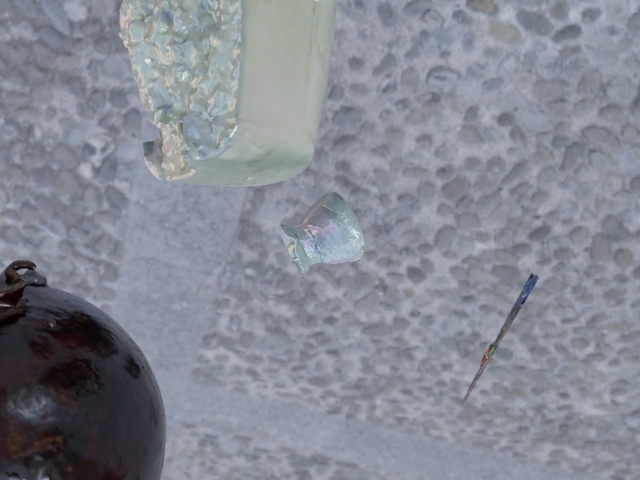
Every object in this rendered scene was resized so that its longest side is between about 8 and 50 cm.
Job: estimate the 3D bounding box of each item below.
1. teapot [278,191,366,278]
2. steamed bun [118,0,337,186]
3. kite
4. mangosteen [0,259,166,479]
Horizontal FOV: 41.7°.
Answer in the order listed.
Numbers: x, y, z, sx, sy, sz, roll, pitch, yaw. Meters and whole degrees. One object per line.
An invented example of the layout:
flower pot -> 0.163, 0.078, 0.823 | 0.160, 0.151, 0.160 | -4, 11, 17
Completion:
teapot -> 0.000, 0.000, 0.739 | 0.064, 0.064, 0.083 | -26, 165, -9
steamed bun -> -0.090, -0.148, 0.671 | 0.170, 0.226, 0.200 | -2, 165, 27
kite -> 0.241, 0.145, 1.172 | 0.016, 0.321, 0.234 | 31, 116, 14
mangosteen -> -0.209, 0.094, 0.511 | 0.235, 0.235, 0.262 | 1, 104, 11
